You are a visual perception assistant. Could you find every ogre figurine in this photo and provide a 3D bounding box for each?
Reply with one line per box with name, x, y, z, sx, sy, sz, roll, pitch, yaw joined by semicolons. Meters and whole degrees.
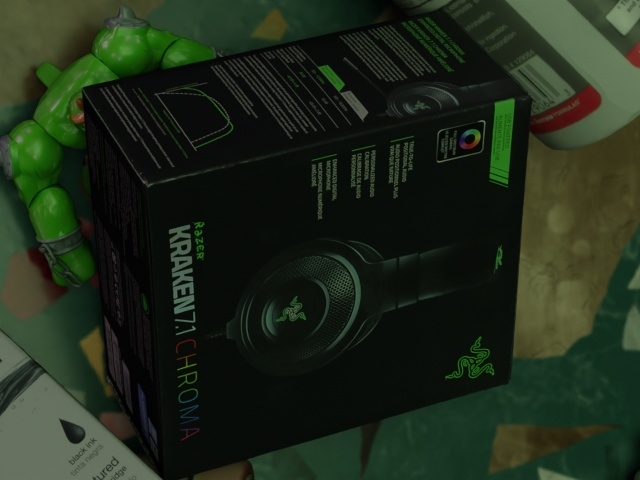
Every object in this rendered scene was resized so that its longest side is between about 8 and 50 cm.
ogre figurine;-0.142;-0.071;1.276;0.197;0.097;0.118;-39;121;15

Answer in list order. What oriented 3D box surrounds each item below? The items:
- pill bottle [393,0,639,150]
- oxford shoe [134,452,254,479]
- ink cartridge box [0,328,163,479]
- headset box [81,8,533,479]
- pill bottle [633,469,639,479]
pill bottle;0.117;-0.227;1.314;0.318;0.176;0.176;42;79;-17
oxford shoe;-0.135;0.338;1.295;0.146;0.140;0.397;7;91;6
ink cartridge box;-0.212;0.156;1.206;0.208;0.087;0.153;39;77;21
headset box;0.000;0.000;1.253;0.283;0.131;0.246;-14;128;-20
pill bottle;0.273;0.211;1.447;0.065;0.065;0.116;6;91;-20
